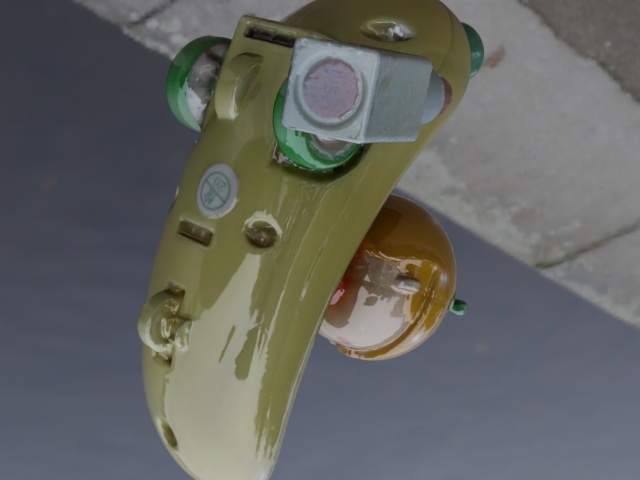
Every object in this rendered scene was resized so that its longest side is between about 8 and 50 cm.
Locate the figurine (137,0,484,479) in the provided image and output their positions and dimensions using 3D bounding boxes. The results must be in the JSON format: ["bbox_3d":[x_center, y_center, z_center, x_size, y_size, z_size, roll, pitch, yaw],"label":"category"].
[{"bbox_3d":[0.000,0.000,0.748,0.124,0.325,0.222,21,-178,44],"label":"figurine"}]

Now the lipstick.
[{"bbox_3d":[0.026,-0.052,0.438,0.030,0.030,0.129,14,-170,20],"label":"lipstick"}]
